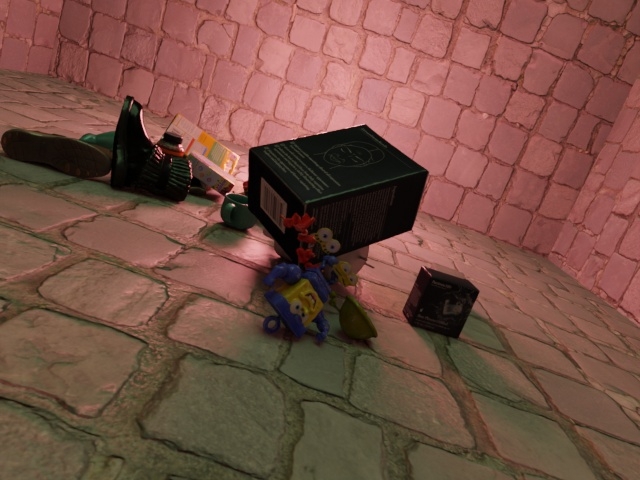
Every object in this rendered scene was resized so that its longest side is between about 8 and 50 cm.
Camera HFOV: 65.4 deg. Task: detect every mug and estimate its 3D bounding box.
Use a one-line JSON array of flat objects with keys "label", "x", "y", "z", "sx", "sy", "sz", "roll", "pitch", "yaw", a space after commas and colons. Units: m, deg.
[{"label": "mug", "x": -0.286, "y": -0.095, "z": 1.698, "sx": 0.157, "sy": 0.097, "sz": 0.129, "roll": 6, "pitch": 21, "yaw": -42}]

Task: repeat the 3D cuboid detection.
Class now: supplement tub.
[{"label": "supplement tub", "x": -0.576, "y": -0.305, "z": 1.876, "sx": 0.106, "sy": 0.198, "sz": 0.106, "roll": 20, "pitch": 13, "yaw": -5}]

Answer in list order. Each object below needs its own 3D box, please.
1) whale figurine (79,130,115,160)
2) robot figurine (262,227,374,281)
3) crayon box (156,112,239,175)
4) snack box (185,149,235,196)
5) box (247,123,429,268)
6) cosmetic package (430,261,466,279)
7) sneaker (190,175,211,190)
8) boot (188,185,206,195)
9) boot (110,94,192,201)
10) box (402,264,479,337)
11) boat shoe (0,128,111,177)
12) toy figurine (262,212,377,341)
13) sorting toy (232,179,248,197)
[{"label": "whale figurine", "x": -0.808, "y": -0.390, "z": 1.987, "sx": 0.272, "sy": 0.141, "sz": 0.216, "roll": 14, "pitch": 16, "yaw": -20}, {"label": "robot figurine", "x": 0.000, "y": 0.000, "z": 1.530, "sx": 0.353, "sy": 0.200, "sz": 0.300, "roll": 25, "pitch": 7, "yaw": 20}, {"label": "crayon box", "x": -0.524, "y": -0.373, "z": 2.141, "sx": 0.323, "sy": 0.083, "sz": 0.203, "roll": 34, "pitch": 40, "yaw": -21}, {"label": "snack box", "x": -0.440, "y": -0.268, "z": 1.981, "sx": 0.207, "sy": 0.070, "sz": 0.174, "roll": 36, "pitch": 7, "yaw": -15}, {"label": "box", "x": 0.039, "y": -0.137, "z": 1.376, "sx": 0.395, "sy": 0.212, "sz": 0.293, "roll": -18, "pitch": 45, "yaw": -28}, {"label": "cosmetic package", "x": 0.436, "y": 0.165, "z": 1.725, "sx": 0.127, "sy": 0.107, "sz": 0.238, "roll": 22, "pitch": 17, "yaw": 5}, {"label": "sneaker", "x": -0.466, "y": -0.219, "z": 1.993, "sx": 0.075, "sy": 0.057, "sz": 0.161, "roll": 5, "pitch": 17, "yaw": -30}, {"label": "boot", "x": -0.498, "y": -0.186, "z": 1.867, "sx": 0.106, "sy": 0.037, "sz": 0.114, "roll": 9, "pitch": 9, "yaw": 9}, {"label": "boot", "x": -0.580, "y": -0.315, "z": 1.740, "sx": 0.260, "sy": 0.348, "sz": 0.131, "roll": 7, "pitch": -14, "yaw": -30}, {"label": "box", "x": 0.343, "y": 0.176, "z": 1.433, "sx": 0.156, "sy": 0.158, "sz": 0.093, "roll": 17, "pitch": 15, "yaw": -11}, {"label": "boat shoe", "x": -0.848, "y": -0.294, "z": 1.630, "sx": 0.324, "sy": 0.123, "sz": 0.116, "roll": 18, "pitch": 12, "yaw": -17}, {"label": "toy figurine", "x": -0.043, "y": 0.140, "z": 1.121, "sx": 0.191, "sy": 0.217, "sz": 0.363, "roll": 16, "pitch": -38, "yaw": 51}, {"label": "sorting toy", "x": -0.288, "y": -0.163, "z": 1.899, "sx": 0.132, "sy": 0.046, "sz": 0.274, "roll": -21, "pitch": 35, "yaw": -12}]
